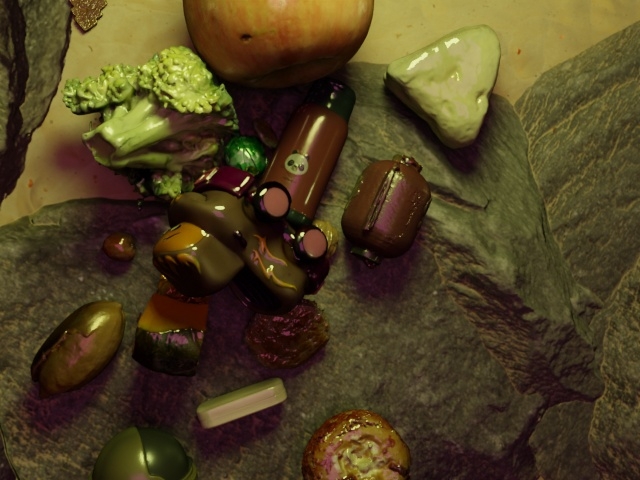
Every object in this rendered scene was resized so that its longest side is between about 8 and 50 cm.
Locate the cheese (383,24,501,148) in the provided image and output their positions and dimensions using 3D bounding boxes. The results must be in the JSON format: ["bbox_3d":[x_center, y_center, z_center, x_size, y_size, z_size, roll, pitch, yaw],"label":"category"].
[{"bbox_3d":[0.309,-0.355,1.421,0.247,0.173,0.251,-38,93,1],"label":"cheese"}]

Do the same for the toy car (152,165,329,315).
[{"bbox_3d":[-0.162,0.034,1.248,0.341,0.271,0.240,46,60,-19],"label":"toy car"}]

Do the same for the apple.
[{"bbox_3d":[-0.080,-0.495,1.265,0.391,0.391,0.347,-9,91,-9],"label":"apple"}]

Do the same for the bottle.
[{"bbox_3d":[-0.024,-0.195,1.381,0.144,0.144,0.336,25,84,-7],"label":"bottle"}]

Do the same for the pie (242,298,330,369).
[{"bbox_3d":[-0.075,0.206,1.396,0.193,0.079,0.163,0,98,-9],"label":"pie"}]

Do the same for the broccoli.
[{"bbox_3d":[-0.329,-0.210,1.237,0.347,0.281,0.294,-4,110,33],"label":"broccoli"}]

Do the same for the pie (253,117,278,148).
[{"bbox_3d":[-0.124,-0.239,1.405,0.021,0.084,0.084,-32,94,21],"label":"pie"}]

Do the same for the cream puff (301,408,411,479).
[{"bbox_3d":[0.078,0.487,1.369,0.239,0.164,0.240,4,73,-12],"label":"cream puff"}]

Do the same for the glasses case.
[{"bbox_3d":[-0.171,0.353,1.372,0.196,0.083,0.050,-18,90,-7],"label":"glasses case"}]

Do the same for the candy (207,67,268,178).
[{"bbox_3d":[-0.207,-0.284,1.398,0.097,0.097,0.324,-21,82,-9],"label":"candy"}]

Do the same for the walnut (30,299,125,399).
[{"bbox_3d":[-0.498,0.225,1.302,0.137,0.137,0.245,41,75,-5],"label":"walnut"}]

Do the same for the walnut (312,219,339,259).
[{"bbox_3d":[0.000,0.000,1.414,0.079,0.082,0.096,26,83,-35],"label":"walnut"}]

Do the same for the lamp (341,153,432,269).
[{"bbox_3d":[0.142,-0.066,1.384,0.180,0.180,0.258,25,83,-7],"label":"lamp"}]

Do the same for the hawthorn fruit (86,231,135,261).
[{"bbox_3d":[-0.448,0.018,1.354,0.103,0.067,0.067,-12,90,3],"label":"hawthorn fruit"}]

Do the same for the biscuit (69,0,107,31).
[{"bbox_3d":[-0.510,-0.501,1.380,0.082,0.016,0.092,1,89,-14],"label":"biscuit"}]

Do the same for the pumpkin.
[{"bbox_3d":[-0.294,0.136,1.306,0.139,0.190,0.281,11,86,-7],"label":"pumpkin"}]

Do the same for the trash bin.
[{"bbox_3d":[-0.351,0.541,1.276,0.214,0.214,0.334,-6,93,-9],"label":"trash bin"}]
